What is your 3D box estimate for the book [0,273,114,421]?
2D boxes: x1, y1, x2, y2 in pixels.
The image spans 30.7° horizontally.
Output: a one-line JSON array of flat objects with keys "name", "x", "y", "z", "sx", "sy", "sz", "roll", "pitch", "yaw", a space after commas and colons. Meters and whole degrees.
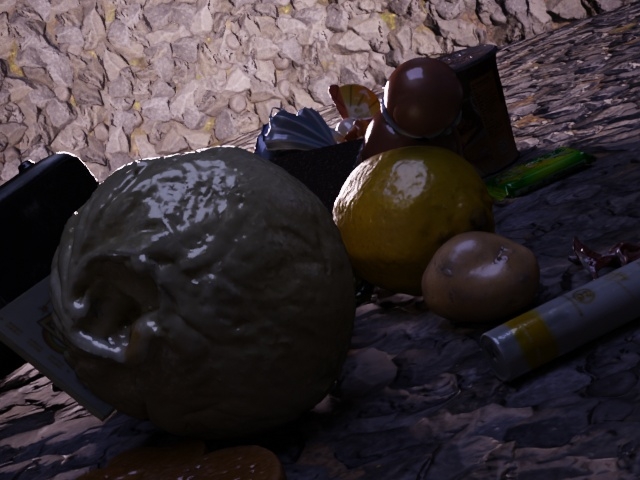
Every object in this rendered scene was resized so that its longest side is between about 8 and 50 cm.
[{"name": "book", "x": -0.313, "y": 0.120, "z": 1.660, "sx": 0.020, "sy": 0.208, "sz": 0.295, "roll": -54, "pitch": -3, "yaw": 30}]

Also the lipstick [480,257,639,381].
[{"name": "lipstick", "x": 0.296, "y": 0.070, "z": 1.237, "sx": 0.264, "sy": 0.059, "sz": 0.059, "roll": -24, "pitch": 15, "yaw": -14}]

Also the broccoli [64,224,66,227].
[{"name": "broccoli", "x": -0.224, "y": 0.066, "z": 1.568, "sx": 0.260, "sy": 0.288, "sz": 0.235, "roll": 121, "pitch": 170, "yaw": -56}]

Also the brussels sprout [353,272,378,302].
[{"name": "brussels sprout", "x": 0.046, "y": 0.060, "z": 1.635, "sx": 0.085, "sy": 0.058, "sz": 0.085, "roll": -15, "pitch": 32, "yaw": 10}]

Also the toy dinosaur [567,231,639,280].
[{"name": "toy dinosaur", "x": 0.357, "y": 0.021, "z": 1.397, "sx": 0.108, "sy": 0.032, "sz": 0.220, "roll": -20, "pitch": 16, "yaw": -9}]

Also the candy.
[{"name": "candy", "x": 0.346, "y": -0.108, "z": 1.887, "sx": 0.178, "sy": 0.032, "sz": 0.102, "roll": -23, "pitch": 14, "yaw": -11}]

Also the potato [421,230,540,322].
[{"name": "potato", "x": 0.188, "y": 0.044, "z": 1.393, "sx": 0.147, "sy": 0.112, "sz": 0.112, "roll": -7, "pitch": 18, "yaw": 21}]

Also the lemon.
[{"name": "lemon", "x": 0.123, "y": -0.027, "z": 1.545, "sx": 0.204, "sy": 0.204, "sz": 0.260, "roll": -29, "pitch": 18, "yaw": -32}]

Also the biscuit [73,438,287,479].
[{"name": "biscuit", "x": -0.153, "y": 0.262, "z": 1.171, "sx": 0.202, "sy": 0.044, "sz": 0.289, "roll": -28, "pitch": 15, "yaw": -38}]

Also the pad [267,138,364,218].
[{"name": "pad", "x": -0.058, "y": -0.017, "z": 1.821, "sx": 0.220, "sy": 0.004, "sz": 0.330, "roll": -9, "pitch": 49, "yaw": 37}]

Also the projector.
[{"name": "projector", "x": -0.552, "y": 0.082, "z": 1.834, "sx": 0.405, "sy": 0.242, "sz": 0.395, "roll": -29, "pitch": 14, "yaw": 27}]

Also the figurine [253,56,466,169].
[{"name": "figurine", "x": 0.077, "y": -0.146, "z": 1.967, "sx": 0.388, "sy": 0.276, "sz": 0.248, "roll": -1, "pitch": -6, "yaw": 30}]

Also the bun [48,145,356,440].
[{"name": "bun", "x": -0.145, "y": 0.070, "z": 1.298, "sx": 0.349, "sy": 0.352, "sz": 0.227, "roll": -42, "pitch": -8, "yaw": 26}]

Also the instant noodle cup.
[{"name": "instant noodle cup", "x": 0.244, "y": -0.221, "z": 2.094, "sx": 0.217, "sy": 0.207, "sz": 0.217, "roll": -20, "pitch": 14, "yaw": 5}]
